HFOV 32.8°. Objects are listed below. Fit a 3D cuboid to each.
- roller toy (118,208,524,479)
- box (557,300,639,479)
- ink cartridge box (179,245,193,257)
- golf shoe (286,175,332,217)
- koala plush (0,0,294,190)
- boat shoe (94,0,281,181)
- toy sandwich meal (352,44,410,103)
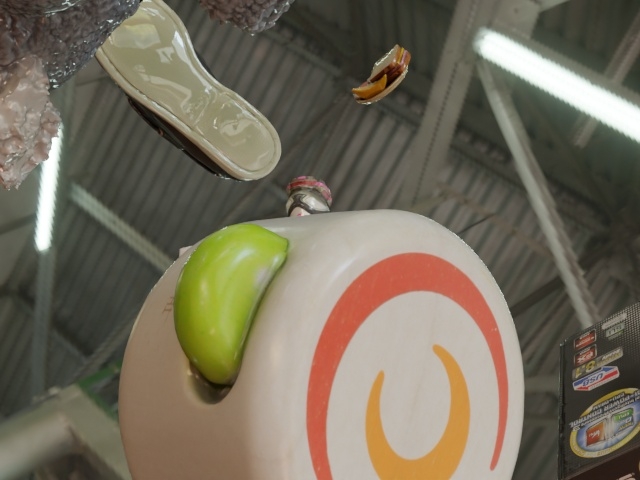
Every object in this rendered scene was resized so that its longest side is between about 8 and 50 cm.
[{"bbox_3d":[-0.001,0.085,0.571,0.146,0.191,0.209,-4,-81,47],"label":"roller toy"},{"bbox_3d":[0.338,0.110,0.957,0.270,0.216,0.060,-33,-73,28],"label":"box"},{"bbox_3d":[-0.118,0.082,1.343,0.092,0.143,0.090,-13,-34,15],"label":"ink cartridge box"},{"bbox_3d":[0.000,0.000,1.421,0.067,0.086,0.186,-9,-36,22],"label":"golf shoe"},{"bbox_3d":[-0.144,-0.150,0.530,0.221,0.203,0.196,-45,-118,48],"label":"koala plush"},{"bbox_3d":[-0.200,-0.205,1.432,0.340,0.127,0.113,40,-21,-15],"label":"boat shoe"},{"bbox_3d":[0.071,-0.198,1.302,0.085,0.085,0.029,-16,-57,47],"label":"toy sandwich meal"}]
